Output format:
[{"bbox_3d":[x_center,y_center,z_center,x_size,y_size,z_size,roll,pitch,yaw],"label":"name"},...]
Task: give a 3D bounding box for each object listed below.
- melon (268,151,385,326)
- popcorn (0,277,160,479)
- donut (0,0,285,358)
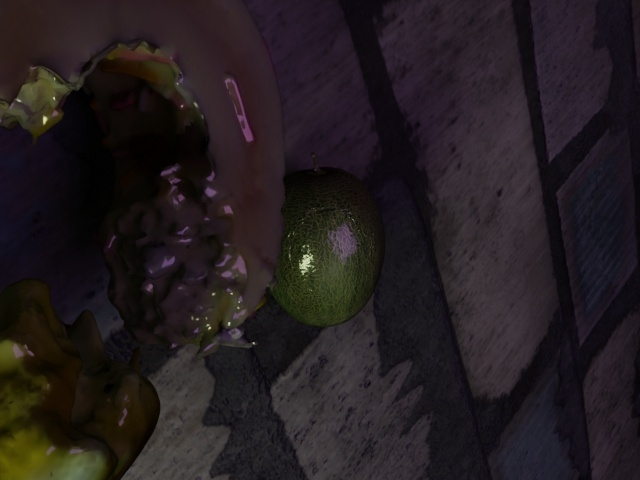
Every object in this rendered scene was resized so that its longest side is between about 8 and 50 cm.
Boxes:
[{"bbox_3d":[0.000,0.000,0.905,0.139,0.139,0.192,-24,120,-43],"label":"melon"},{"bbox_3d":[-0.270,0.135,0.519,0.312,0.312,0.312,-20,117,-45],"label":"popcorn"},{"bbox_3d":[-0.165,-0.101,0.616,0.371,0.150,0.307,37,53,-48],"label":"donut"}]
